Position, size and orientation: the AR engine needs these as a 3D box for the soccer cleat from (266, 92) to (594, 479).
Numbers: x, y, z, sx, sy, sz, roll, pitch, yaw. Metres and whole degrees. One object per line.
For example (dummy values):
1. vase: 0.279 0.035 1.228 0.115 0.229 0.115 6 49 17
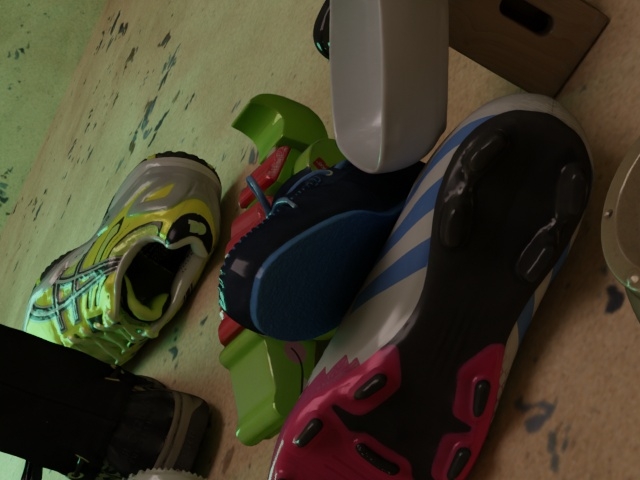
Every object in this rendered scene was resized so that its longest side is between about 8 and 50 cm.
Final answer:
1. soccer cleat: 0.073 0.058 0.714 0.331 0.116 0.143 -61 2 15

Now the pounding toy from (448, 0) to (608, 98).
1. pounding toy: 0.120 -0.182 0.770 0.100 0.141 0.130 -57 25 18

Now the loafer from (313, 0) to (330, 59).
1. loafer: 0.073 -0.260 1.037 0.078 0.080 0.220 42 112 55

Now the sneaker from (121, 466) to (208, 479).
1. sneaker: -0.200 0.324 1.006 0.293 0.102 0.146 -43 33 41

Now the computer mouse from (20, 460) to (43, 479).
1. computer mouse: -0.334 0.356 1.283 0.071 0.041 0.242 114 159 -75

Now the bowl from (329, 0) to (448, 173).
1. bowl: 0.045 -0.118 0.725 0.142 0.053 0.142 -131 39 -72

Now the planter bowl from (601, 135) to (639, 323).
1. planter bowl: 0.195 -0.002 0.486 0.162 0.109 0.162 -46 31 38

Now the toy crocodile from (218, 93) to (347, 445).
1. toy crocodile: -0.037 0.013 0.957 0.115 0.105 0.340 -38 36 46

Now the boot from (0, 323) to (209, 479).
1. boot: -0.303 0.166 1.142 0.377 0.284 0.138 -8 61 64

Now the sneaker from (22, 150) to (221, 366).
1. sneaker: -0.247 0.072 1.292 0.385 0.145 0.147 -55 25 25

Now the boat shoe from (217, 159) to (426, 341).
1. boat shoe: 0.000 0.000 0.756 0.258 0.089 0.109 -20 -49 -59
